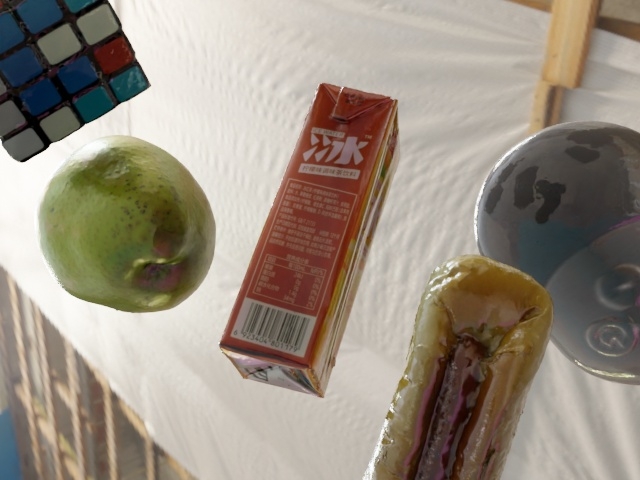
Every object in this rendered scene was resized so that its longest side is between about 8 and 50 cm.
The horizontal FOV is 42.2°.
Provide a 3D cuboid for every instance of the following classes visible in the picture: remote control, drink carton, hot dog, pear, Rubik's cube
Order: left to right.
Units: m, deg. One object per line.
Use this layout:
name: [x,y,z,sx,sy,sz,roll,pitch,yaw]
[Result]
Rubik's cube: [-0.274,-0.196,0.761,0.155,0.151,0.154,50,-13,33]
pear: [-0.190,-0.011,0.838,0.219,0.187,0.188,17,-62,53]
drink carton: [0.000,0.000,0.640,0.070,0.223,0.096,14,-21,12]
hot dog: [0.074,0.129,0.515,0.084,0.073,0.243,19,-76,10]
remote control: [0.311,0.021,0.888,0.221,0.103,0.332,-39,-79,23]
